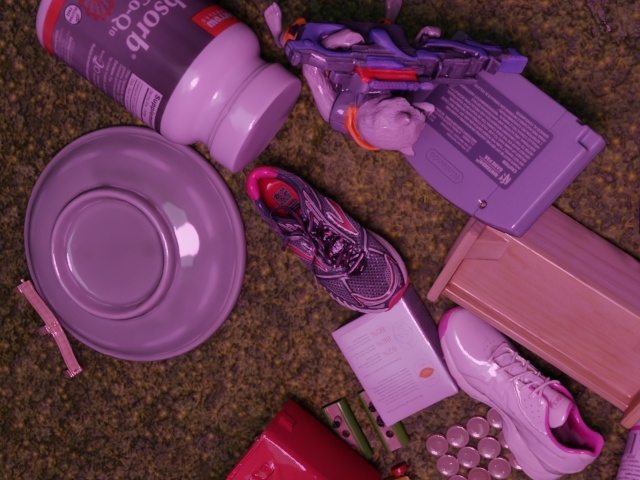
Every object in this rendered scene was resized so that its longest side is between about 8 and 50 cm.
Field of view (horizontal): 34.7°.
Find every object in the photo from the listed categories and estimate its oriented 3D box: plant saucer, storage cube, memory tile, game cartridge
[{"bbox_3d":[-0.322,0.016,1.669,0.401,0.100,0.400,3,102,15],"label":"plant saucer"},{"bbox_3d":[-0.042,0.386,1.554,0.193,0.215,0.183,39,101,4],"label":"storage cube"},{"bbox_3d":[0.250,0.332,1.614,0.148,0.012,0.113,-28,92,18],"label":"memory tile"},{"bbox_3d":[0.225,-0.145,1.427,0.198,0.062,0.297,-51,54,12],"label":"game cartridge"}]

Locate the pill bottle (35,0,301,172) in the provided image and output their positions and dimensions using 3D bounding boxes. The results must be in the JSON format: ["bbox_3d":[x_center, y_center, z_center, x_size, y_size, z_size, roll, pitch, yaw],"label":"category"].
[{"bbox_3d":[-0.221,-0.274,1.527,0.363,0.210,0.210,36,108,6],"label":"pill bottle"}]

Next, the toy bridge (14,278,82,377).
[{"bbox_3d":[-0.463,0.148,1.749,0.188,0.026,0.063,61,151,-5],"label":"toy bridge"}]

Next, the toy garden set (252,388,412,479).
[{"bbox_3d":[0.032,0.370,1.662,0.244,0.049,0.203,-26,92,19],"label":"toy garden set"}]

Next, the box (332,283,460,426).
[{"bbox_3d":[0.122,0.176,1.578,0.130,0.091,0.170,-30,91,18],"label":"box"}]

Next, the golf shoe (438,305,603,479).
[{"bbox_3d":[0.298,0.214,1.505,0.306,0.115,0.140,52,146,-4],"label":"golf shoe"}]

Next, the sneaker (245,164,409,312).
[{"bbox_3d":[0.000,0.000,1.532,0.299,0.112,0.121,39,93,18],"label":"sneaker"}]

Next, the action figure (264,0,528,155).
[{"bbox_3d":[0.092,-0.225,1.406,0.342,0.330,0.178,4,127,-16],"label":"action figure"}]

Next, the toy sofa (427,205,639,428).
[{"bbox_3d":[0.356,0.085,1.483,0.363,0.177,0.150,33,132,7],"label":"toy sofa"}]

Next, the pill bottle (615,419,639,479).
[{"bbox_3d":[0.478,0.403,1.426,0.160,0.160,0.283,18,74,12],"label":"pill bottle"}]
